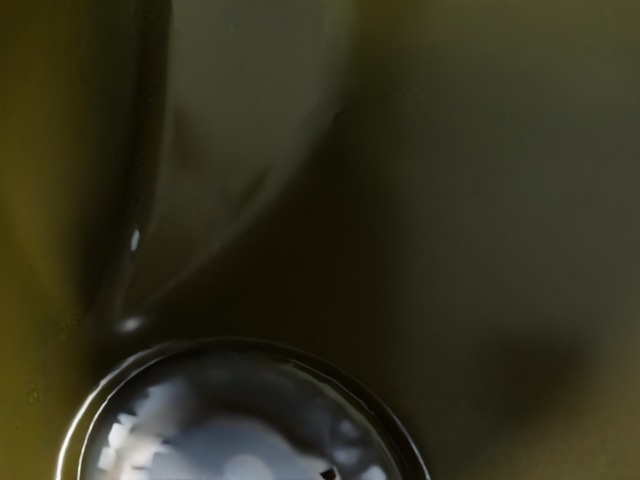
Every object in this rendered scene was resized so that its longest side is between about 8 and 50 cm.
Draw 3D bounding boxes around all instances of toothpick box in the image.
[{"bbox_3d":[0.000,0.000,0.726,0.425,0.409,0.409,18,-107,-39],"label":"toothpick box"}]
